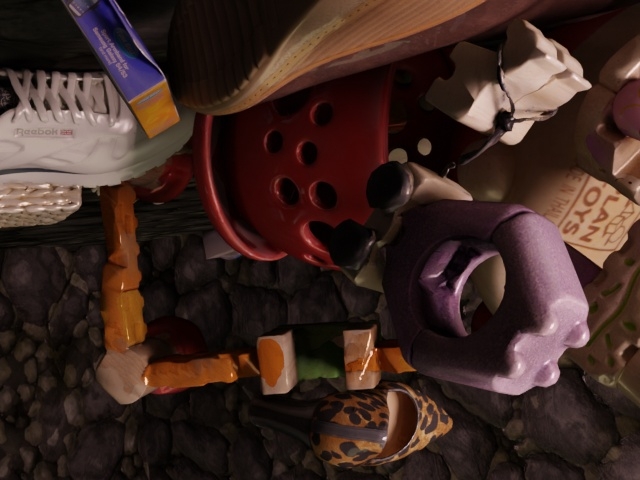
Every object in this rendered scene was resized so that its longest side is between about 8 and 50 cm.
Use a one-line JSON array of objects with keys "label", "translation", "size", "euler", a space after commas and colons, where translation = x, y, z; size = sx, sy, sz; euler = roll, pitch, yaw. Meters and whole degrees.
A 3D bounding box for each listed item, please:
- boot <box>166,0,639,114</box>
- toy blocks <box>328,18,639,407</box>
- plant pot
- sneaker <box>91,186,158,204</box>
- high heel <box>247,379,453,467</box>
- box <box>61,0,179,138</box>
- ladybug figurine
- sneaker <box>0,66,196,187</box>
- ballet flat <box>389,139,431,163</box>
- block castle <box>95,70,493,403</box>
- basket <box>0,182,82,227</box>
[{"label": "boot", "translation": [0.047, -0.124, 0.508], "size": [0.206, 0.090, 0.248], "euler": [-2, 172, -38]}, {"label": "toy blocks", "translation": [0.236, 0.001, 0.386], "size": [0.308, 0.289, 0.260], "euler": [17, -158, -47]}, {"label": "plant pot", "translation": [0.013, -0.068, 0.684], "size": [0.174, 0.191, 0.191], "euler": [0, -179, 31]}, {"label": "sneaker", "translation": [-0.241, -0.077, 1.009], "size": [0.069, 0.084, 0.185], "euler": [-8, 178, 37]}, {"label": "high heel", "translation": [0.080, 0.192, 0.890], "size": [0.261, 0.093, 0.186], "euler": [11, 173, -34]}, {"label": "box", "translation": [-0.118, -0.109, 0.518], "size": [0.028, 0.081, 0.136], "euler": [-33, 180, -4]}, {"label": "ladybug figurine", "translation": [0.251, -0.064, 0.680], "size": [0.449, 0.305, 0.162], "euler": [1, -145, -42]}, {"label": "sneaker", "translation": [-0.210, -0.096, 0.697], "size": [0.235, 0.090, 0.095], "euler": [-11, 159, -10]}, {"label": "ballet flat", "translation": [0.153, -0.117, 1.192], "size": [0.248, 0.086, 0.086], "euler": [-6, 178, -30]}, {"label": "block castle", "translation": [0.000, 0.000, 0.904], "size": [0.452, 0.303, 0.213], "euler": [-5, 180, 9]}, {"label": "basket", "translation": [-0.288, -0.069, 0.835], "size": [0.113, 0.103, 0.167], "euler": [-4, 178, -25]}]
